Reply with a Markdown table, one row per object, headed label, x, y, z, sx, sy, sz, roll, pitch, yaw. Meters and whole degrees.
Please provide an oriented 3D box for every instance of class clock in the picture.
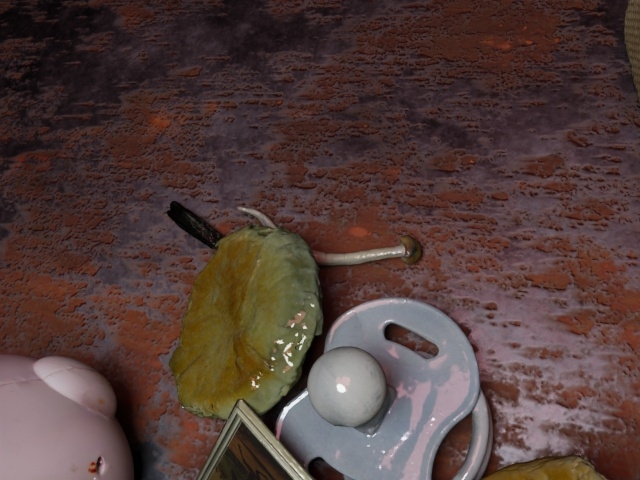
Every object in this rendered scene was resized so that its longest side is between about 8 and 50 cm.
| label | x | y | z | sx | sy | sz | roll | pitch | yaw |
| --- | --- | --- | --- | --- | --- | --- | --- | --- | --- |
| clock | -0.408 | 0.302 | 0.736 | 0.251 | 0.376 | 0.368 | 35 | 79 | 22 |

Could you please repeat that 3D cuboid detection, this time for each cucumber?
| label | x | y | z | sx | sy | sz | roll | pitch | yaw |
| --- | --- | --- | --- | --- | --- | --- | --- | --- | --- |
| cucumber | -0.207 | -0.026 | 1.016 | 0.135 | 0.034 | 0.033 | 33 | 83 | 26 |

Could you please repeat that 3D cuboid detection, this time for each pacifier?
| label | x | y | z | sx | sy | sz | roll | pitch | yaw |
| --- | --- | --- | --- | --- | --- | --- | --- | --- | --- |
| pacifier | 0.062 | 0.193 | 0.728 | 0.244 | 0.233 | 0.299 | 21 | 74 | 32 |

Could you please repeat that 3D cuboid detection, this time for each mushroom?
| label | x | y | z | sx | sy | sz | roll | pitch | yaw |
| --- | --- | --- | --- | --- | --- | --- | --- | --- | --- |
| mushroom | 0.001 | 0.002 | 0.947 | 0.307 | 0.043 | 0.068 | 9 | 52 | 20 |

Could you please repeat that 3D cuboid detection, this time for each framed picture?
| label | x | y | z | sx | sy | sz | roll | pitch | yaw |
| --- | --- | --- | --- | --- | --- | --- | --- | --- | --- |
| framed picture | -0.052 | 0.339 | 0.742 | 0.252 | 0.014 | 0.197 | 42 | 123 | 23 |

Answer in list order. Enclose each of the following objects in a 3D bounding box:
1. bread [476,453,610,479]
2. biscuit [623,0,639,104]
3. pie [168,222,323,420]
| label | x | y | z | sx | sy | sz | roll | pitch | yaw |
| --- | --- | --- | --- | --- | --- | --- | --- | --- | --- |
| bread | 0.238 | 0.336 | 0.644 | 0.246 | 0.176 | 0.195 | -31 | 99 | 6 |
| biscuit | 0.489 | -0.178 | 0.833 | 0.079 | 0.144 | 0.425 | -5 | 66 | 12 |
| pie | -0.106 | 0.111 | 0.860 | 0.306 | 0.071 | 0.306 | -31 | 43 | 34 |
